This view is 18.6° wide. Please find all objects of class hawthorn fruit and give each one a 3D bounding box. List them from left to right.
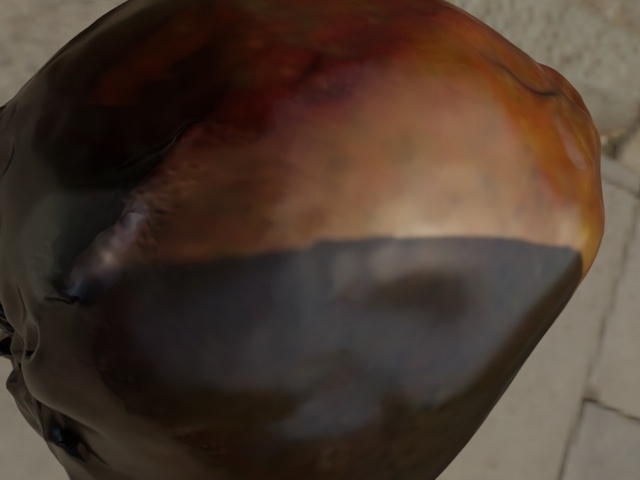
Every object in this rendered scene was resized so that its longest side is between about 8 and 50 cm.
[{"bbox_3d":[-0.018,0.010,0.982,0.325,0.308,0.308,-5,98,5],"label":"hawthorn fruit"}]
